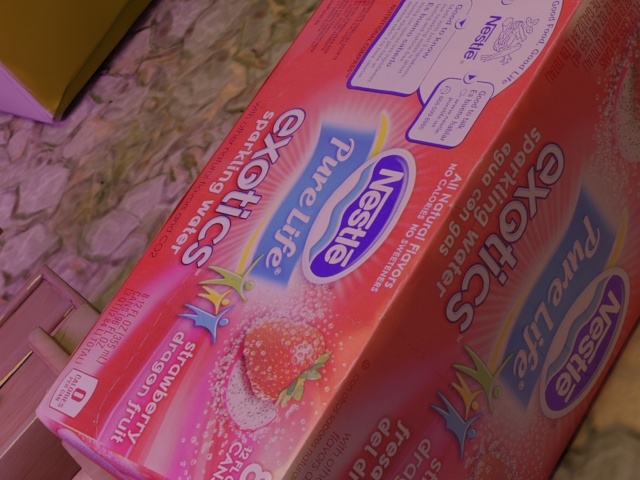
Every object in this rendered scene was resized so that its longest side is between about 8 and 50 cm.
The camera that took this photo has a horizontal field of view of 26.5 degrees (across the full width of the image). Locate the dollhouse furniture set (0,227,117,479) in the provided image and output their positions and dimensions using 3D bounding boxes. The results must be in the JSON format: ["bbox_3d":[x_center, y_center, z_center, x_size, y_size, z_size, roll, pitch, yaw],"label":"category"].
[{"bbox_3d":[-0.253,0.024,0.662,0.174,0.355,0.303,-50,40,-8],"label":"dollhouse furniture set"}]

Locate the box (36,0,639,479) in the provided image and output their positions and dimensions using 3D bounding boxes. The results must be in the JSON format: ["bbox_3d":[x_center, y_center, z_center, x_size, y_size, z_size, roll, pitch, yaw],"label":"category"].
[{"bbox_3d":[0.042,0.006,0.598,0.154,0.142,0.300,13,64,46],"label":"box"}]

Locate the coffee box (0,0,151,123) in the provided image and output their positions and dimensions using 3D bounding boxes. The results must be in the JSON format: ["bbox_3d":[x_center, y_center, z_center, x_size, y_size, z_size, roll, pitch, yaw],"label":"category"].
[{"bbox_3d":[-0.291,-0.339,1.048,0.334,0.337,0.338,17,66,47],"label":"coffee box"}]
